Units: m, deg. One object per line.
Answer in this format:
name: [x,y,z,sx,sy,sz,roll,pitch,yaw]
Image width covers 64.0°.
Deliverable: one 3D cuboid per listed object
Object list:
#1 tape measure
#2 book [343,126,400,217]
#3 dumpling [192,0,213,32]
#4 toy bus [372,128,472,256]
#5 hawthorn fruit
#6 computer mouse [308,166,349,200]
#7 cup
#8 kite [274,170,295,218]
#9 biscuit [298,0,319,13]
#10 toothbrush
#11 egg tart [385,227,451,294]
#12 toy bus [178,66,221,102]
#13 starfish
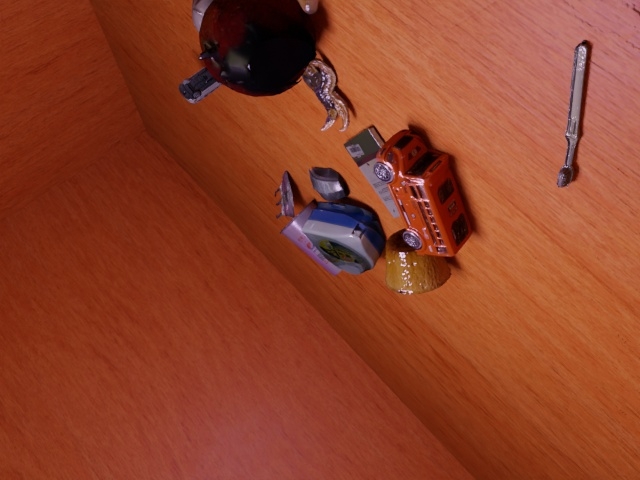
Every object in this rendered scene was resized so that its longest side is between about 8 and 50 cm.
tape measure: [0.094,0.000,1.844,0.259,0.138,0.262,15,150,42]
book: [0.188,-0.192,1.515,0.289,0.026,0.201,54,162,-10]
dumpling: [-0.268,-0.670,1.518,0.205,0.163,0.292,-7,127,28]
toy bus: [0.268,-0.118,1.303,0.153,0.143,0.329,10,136,49]
hawthorn fruit: [-0.151,-0.504,1.301,0.316,0.316,0.316,44,161,20]
computer mouse: [0.015,-0.195,1.847,0.231,0.071,0.126,23,147,56]
cup: [0.000,0.000,2.113,0.288,0.203,0.203,45,162,-2]
kite: [-0.167,-0.175,2.272,0.360,0.022,0.204,150,111,-73]
biscuit: [-0.056,-0.608,1.117,0.208,0.164,0.047,40,-158,26]
toothbrush: [0.442,-0.207,0.896,0.026,0.028,0.294,33,150,40]
egg tart: [0.278,0.055,1.534,0.203,0.203,0.147,26,141,52]
toy bus: [-0.449,-0.603,1.970,0.087,0.194,0.089,49,171,4]
starfish: [0.012,-0.412,1.457,0.238,0.071,0.216,56,169,16]
